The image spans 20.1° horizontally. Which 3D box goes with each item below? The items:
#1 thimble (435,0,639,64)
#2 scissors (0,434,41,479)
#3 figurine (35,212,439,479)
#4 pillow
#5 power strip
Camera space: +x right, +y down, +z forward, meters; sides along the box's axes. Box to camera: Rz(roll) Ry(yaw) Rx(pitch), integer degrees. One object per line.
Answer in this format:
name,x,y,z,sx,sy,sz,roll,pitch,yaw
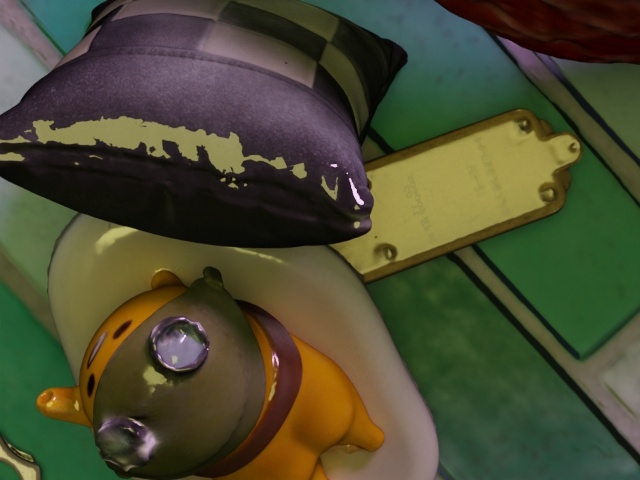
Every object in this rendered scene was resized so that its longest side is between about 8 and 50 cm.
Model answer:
thimble,0.161,-0.259,0.869,0.350,0.230,0.350,0,89,-21
scissors,-0.201,0.202,1.013,0.100,0.015,0.189,-5,89,2
figurine,-0.033,0.085,0.921,0.250,0.141,0.167,33,97,-13
pillow,-0.053,-0.068,0.920,0.186,0.250,0.106,11,113,3
power strip,0.000,0.000,1.005,0.305,0.044,0.064,-20,87,-1
